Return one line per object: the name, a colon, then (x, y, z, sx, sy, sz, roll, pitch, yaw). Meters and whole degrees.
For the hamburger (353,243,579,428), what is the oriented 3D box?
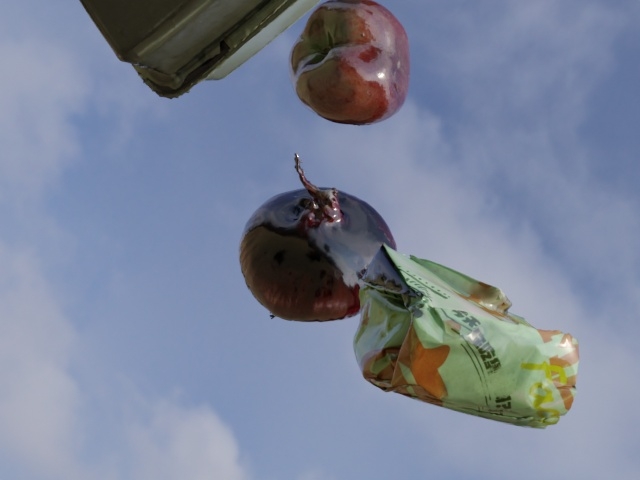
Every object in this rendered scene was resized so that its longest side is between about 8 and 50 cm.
hamburger: (0.130, 0.097, 1.037, 0.214, 0.125, 0.235, 23, 0, -21)

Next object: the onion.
onion: (0.000, 0.000, 1.823, 0.273, 0.273, 0.285, 29, -47, 24)

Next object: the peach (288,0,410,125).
peach: (0.046, -0.202, 1.273, 0.152, 0.152, 0.152, 29, -35, 23)

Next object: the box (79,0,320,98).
box: (-0.087, -0.280, 0.940, 0.290, 0.166, 0.220, -37, -101, 24)
